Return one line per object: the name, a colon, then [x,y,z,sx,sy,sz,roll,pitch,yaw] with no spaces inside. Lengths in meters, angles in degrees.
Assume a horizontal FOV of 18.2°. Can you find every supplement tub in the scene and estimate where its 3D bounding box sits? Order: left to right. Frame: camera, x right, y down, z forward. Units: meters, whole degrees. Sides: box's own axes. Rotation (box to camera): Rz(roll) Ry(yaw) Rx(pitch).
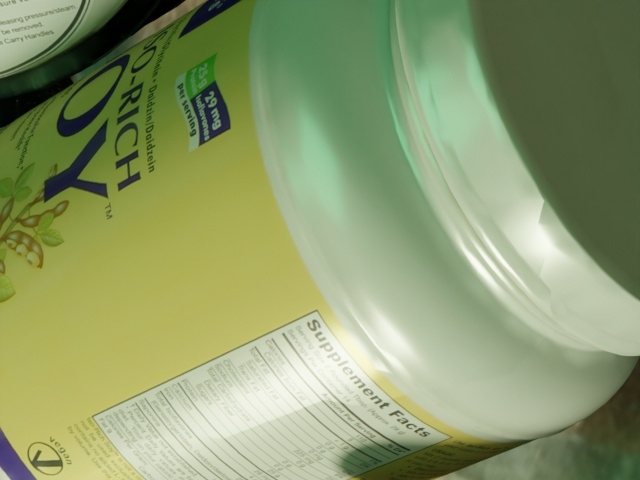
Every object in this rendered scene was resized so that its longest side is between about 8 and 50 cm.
supplement tub: [0.000,0.000,0.905,0.331,0.241,0.241,-27,63,34]

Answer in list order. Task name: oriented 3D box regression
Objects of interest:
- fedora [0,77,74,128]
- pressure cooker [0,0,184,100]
fedora: [-0.303,-0.038,1.210,0.334,0.334,0.152,51,144,37]
pressure cooker: [-0.191,-0.273,0.960,0.370,0.376,0.420,-52,13,37]
